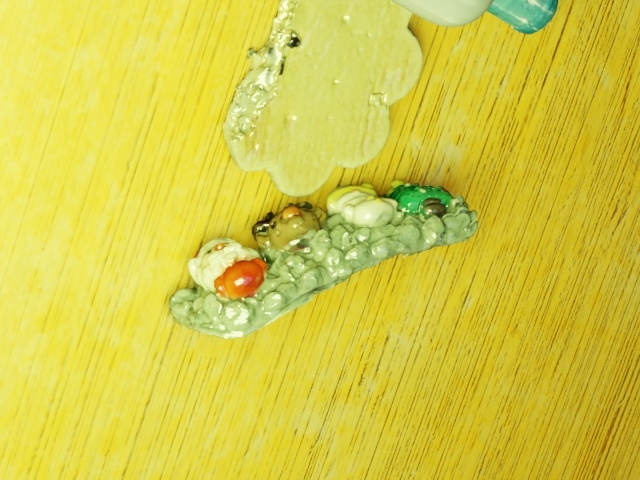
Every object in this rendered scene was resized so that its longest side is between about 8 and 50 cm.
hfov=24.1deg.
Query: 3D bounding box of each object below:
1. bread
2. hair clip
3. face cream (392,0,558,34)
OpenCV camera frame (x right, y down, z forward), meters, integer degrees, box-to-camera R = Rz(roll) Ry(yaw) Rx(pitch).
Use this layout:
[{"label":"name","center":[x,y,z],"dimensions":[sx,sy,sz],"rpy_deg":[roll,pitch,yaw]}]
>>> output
[{"label":"bread","center":[0.011,-0.162,1.472],"dimensions":[0.182,0.039,0.250],"rpy_deg":[23,94,-40]},{"label":"hair clip","center":[0.000,-0.002,1.473],"dimensions":[0.321,0.138,0.091],"rpy_deg":[-24,110,-27]},{"label":"face cream","center":[0.101,-0.288,1.432],"dimensions":[0.337,0.080,0.163],"rpy_deg":[21,58,-39]}]
